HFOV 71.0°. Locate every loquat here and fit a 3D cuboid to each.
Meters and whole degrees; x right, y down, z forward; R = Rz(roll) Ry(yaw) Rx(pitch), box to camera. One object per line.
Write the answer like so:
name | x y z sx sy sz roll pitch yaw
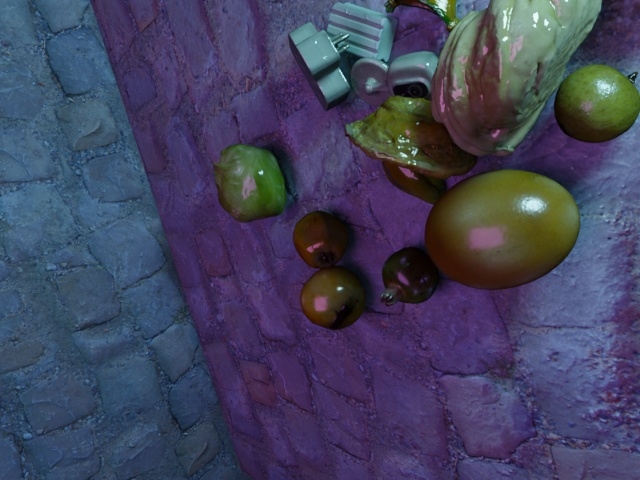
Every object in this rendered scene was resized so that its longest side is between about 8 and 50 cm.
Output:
loquat | 0.047 0.202 1.599 0.235 0.235 0.234 22 123 38
loquat | 0.000 0.000 1.576 0.187 0.176 0.234 -47 48 20

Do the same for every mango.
mango | 0.261 -0.194 1.282 0.232 0.111 0.125 52 150 -3

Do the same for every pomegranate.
pomegranate | 0.254 0.121 1.358 0.180 0.210 0.179 38 147 30

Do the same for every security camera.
security camera | 0.196 -0.425 1.225 0.302 0.080 0.157 11 147 42

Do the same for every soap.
soap | 0.112 -0.593 1.275 0.198 0.067 0.118 35 130 30

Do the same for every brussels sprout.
brussels sprout | -0.262 -0.213 1.717 0.328 0.247 0.327 5 96 50

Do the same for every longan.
longan | 0.566 -0.283 0.910 0.155 0.176 0.145 45 -177 -30

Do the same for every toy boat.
toy boat | 0.263 -0.574 1.111 0.230 0.089 0.088 35 116 25

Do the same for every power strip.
power strip | 0.012 -0.521 1.294 0.229 0.141 0.261 59 -178 -5

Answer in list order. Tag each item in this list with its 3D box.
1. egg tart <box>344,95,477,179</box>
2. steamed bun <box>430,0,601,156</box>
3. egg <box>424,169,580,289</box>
egg tart | 0.235 -0.268 1.107 0.341 0.341 0.128 36 132 29
steamed bun | 0.374 -0.366 0.910 0.230 0.325 0.372 39 156 25
egg | 0.418 -0.026 1.063 0.351 0.283 0.282 -20 93 48
